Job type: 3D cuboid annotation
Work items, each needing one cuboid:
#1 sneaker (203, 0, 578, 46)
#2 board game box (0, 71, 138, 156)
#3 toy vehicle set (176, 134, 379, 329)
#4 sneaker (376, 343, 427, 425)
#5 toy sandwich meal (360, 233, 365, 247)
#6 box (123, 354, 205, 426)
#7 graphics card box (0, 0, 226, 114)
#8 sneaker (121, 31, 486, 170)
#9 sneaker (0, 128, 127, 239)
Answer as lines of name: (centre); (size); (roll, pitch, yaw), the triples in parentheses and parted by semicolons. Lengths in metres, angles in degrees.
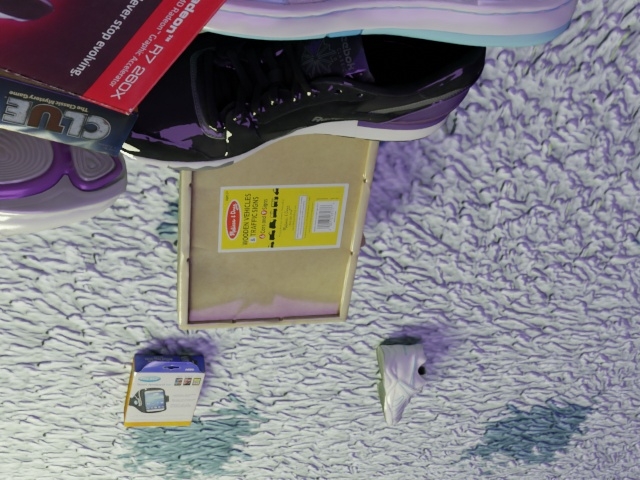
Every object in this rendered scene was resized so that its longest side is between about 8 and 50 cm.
sneaker: (0.026, -0.237, 0.593); (0.319, 0.127, 0.208); (-1, 133, -11)
board game box: (-0.236, -0.151, 0.590); (0.243, 0.165, 0.042); (14, 135, -27)
toy vehicle set: (-0.043, -0.028, 0.858); (0.166, 0.035, 0.266); (-1, 131, -12)
sneaker: (0.101, 0.178, 1.169); (0.061, 0.053, 0.152); (-10, 141, -6)
toy sandwich meal: (0.000, 0.000, 0.945); (0.086, 0.029, 0.085); (-4, 141, -4)
box: (-0.182, 0.171, 1.112); (0.081, 0.028, 0.136); (3, 137, -17)
graphics card box: (-0.168, -0.204, 0.397); (0.233, 0.094, 0.371); (-42, 144, 26)
sneaker: (-0.019, -0.126, 0.696); (0.284, 0.107, 0.124); (-10, 172, -14)
sneaker: (-0.308, -0.043, 0.773); (0.305, 0.114, 0.152); (-2, 154, -5)
